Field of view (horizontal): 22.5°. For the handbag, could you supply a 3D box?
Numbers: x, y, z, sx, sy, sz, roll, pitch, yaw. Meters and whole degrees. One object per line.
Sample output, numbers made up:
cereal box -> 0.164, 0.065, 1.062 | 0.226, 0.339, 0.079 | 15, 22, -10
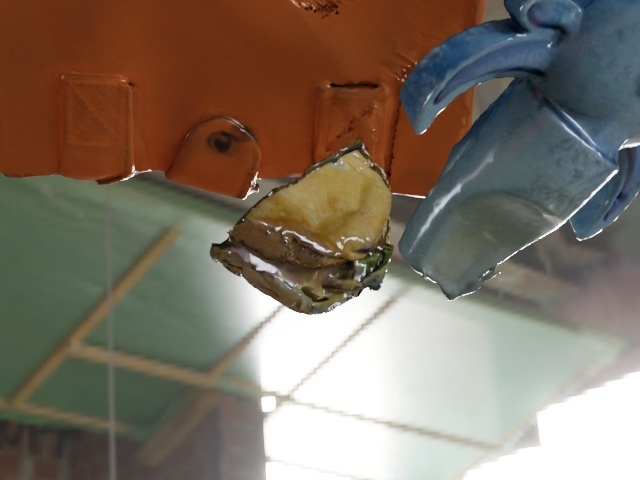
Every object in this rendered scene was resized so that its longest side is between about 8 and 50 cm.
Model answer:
handbag -> -0.072, -0.181, 1.308 | 0.410, 0.116, 0.304 | 3, -64, -2

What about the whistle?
whistle -> 0.142, -0.079, 0.868 | 0.269, 0.093, 0.180 | -46, -44, 14

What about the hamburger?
hamburger -> 0.001, 0.006, 1.180 | 0.087, 0.102, 0.176 | -44, -7, 40
